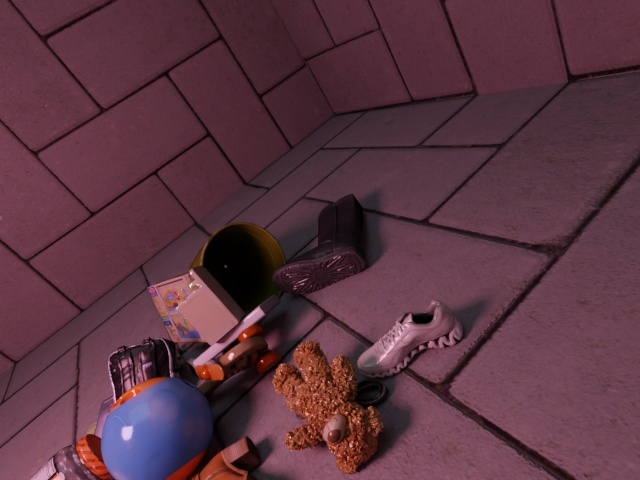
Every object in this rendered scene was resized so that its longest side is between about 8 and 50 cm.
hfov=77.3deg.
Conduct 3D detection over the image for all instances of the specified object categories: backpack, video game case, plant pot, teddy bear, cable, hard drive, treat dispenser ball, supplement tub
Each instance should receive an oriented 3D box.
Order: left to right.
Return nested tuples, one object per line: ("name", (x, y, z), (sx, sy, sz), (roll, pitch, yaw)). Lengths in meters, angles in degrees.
("supplement tub", (-0.776, 0.764, 1.174), (0.338, 0.207, 0.207), (-44, 29, -21))
("video game case", (-0.734, 0.663, 1.448), (0.196, 0.026, 0.274), (-30, 36, 6))
("backpack", (-0.606, 0.496, 1.412), (0.225, 0.191, 0.253), (-17, 65, -6))
("treat dispenser ball", (-0.447, 0.530, 1.113), (0.288, 0.288, 0.288), (-26, 28, 15))
("plant pot", (-0.387, 0.140, 1.680), (0.353, 0.366, 0.366), (-19, 28, 51))
("hard drive", (-0.289, 0.318, 1.416), (0.308, 0.040, 0.203), (-40, -3, 9))
("teddy bear", (-0.003, 0.386, 0.972), (0.245, 0.113, 0.337), (-31, 42, 3))
("cable", (0.026, 0.402, 1.043), (0.288, 0.072, 0.139), (-10, 33, 38))

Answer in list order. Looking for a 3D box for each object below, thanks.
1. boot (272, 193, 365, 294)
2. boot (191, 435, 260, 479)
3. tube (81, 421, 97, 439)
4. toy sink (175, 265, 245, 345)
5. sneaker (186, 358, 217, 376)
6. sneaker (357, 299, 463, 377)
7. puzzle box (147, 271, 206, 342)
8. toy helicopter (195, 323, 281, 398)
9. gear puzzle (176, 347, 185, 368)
("boot", (0.002, 0.000, 1.644), (0.368, 0.146, 0.445), (-16, 34, 13))
("boot", (-0.238, 0.617, 0.934), (0.220, 0.109, 0.283), (-36, 25, -8))
("tube", (-0.845, 0.744, 1.456), (0.070, 0.062, 0.240), (6, 19, -13))
("toy sink", (-0.388, 0.217, 1.353), (0.131, 0.234, 0.153), (-41, 3, -2))
("sneaker", (-0.430, 0.461, 1.479), (0.075, 0.057, 0.161), (-32, 20, -37))
("sneaker", (0.215, 0.252, 1.040), (0.292, 0.118, 0.110), (-31, 29, 7))
("puzzle box", (-0.550, 0.275, 1.596), (0.052, 0.271, 0.409), (-27, 6, -41))
("toy helicopter", (-0.312, 0.422, 1.260), (0.355, 0.140, 0.235), (-44, -20, 18))
("gear puzzle", (-0.668, 0.574, 1.557), (0.339, 0.044, 0.176), (-46, 38, -17))
